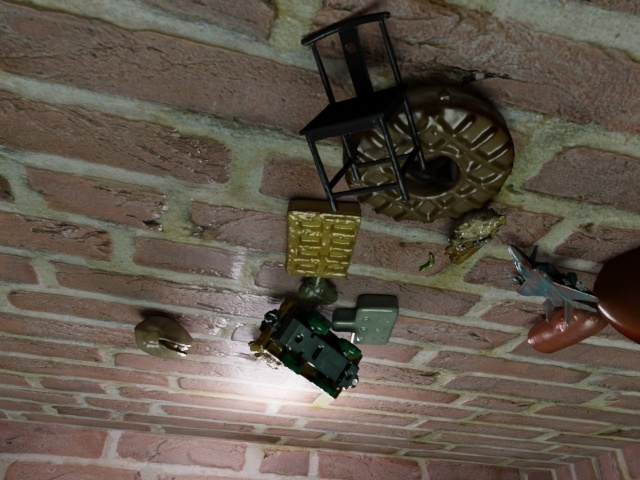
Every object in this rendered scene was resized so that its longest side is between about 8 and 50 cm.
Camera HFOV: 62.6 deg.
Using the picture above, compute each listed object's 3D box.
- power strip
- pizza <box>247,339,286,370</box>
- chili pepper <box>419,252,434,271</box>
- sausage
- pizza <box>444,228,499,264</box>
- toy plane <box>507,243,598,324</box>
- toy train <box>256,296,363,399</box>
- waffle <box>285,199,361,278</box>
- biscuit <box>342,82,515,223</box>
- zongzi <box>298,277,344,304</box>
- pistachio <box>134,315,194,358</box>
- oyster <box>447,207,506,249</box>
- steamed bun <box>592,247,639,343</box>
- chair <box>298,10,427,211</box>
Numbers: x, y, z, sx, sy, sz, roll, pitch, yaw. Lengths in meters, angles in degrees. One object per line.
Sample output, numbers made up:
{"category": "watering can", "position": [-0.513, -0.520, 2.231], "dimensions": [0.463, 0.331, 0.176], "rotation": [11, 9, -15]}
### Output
{"category": "power strip", "position": [0.131, 0.253, 1.637], "dimensions": [0.193, 0.059, 0.265], "rotation": [2, 146, -1]}
{"category": "pizza", "position": [-0.141, 0.421, 1.893], "dimensions": [0.292, 0.058, 0.197], "rotation": [20, 142, -25]}
{"category": "chili pepper", "position": [0.283, 0.061, 1.385], "dimensions": [0.030, 0.017, 0.083], "rotation": [11, 145, -11]}
{"category": "sausage", "position": [0.745, 0.256, 1.573], "dimensions": [0.113, 0.114, 0.259], "rotation": [14, 145, -17]}
{"category": "pizza", "position": [0.348, 0.009, 1.247], "dimensions": [0.134, 0.046, 0.175], "rotation": [-20, 159, -40]}
{"category": "toy plane", "position": [0.563, 0.092, 1.335], "dimensions": [0.326, 0.104, 0.222], "rotation": [46, 156, -26]}
{"category": "toy train", "position": [-0.040, 0.329, 1.628], "dimensions": [0.429, 0.178, 0.249], "rotation": [43, 165, -29]}
{"category": "waffle", "position": [0.000, 0.000, 1.273], "dimensions": [0.167, 0.057, 0.274], "rotation": [4, 145, -2]}
{"category": "biscuit", "position": [0.200, -0.152, 1.003], "dimensions": [0.331, 0.103, 0.332], "rotation": [1, 147, 1]}
{"category": "zongzi", "position": [0.030, 0.130, 1.472], "dimensions": [0.154, 0.062, 0.130], "rotation": [15, 132, -29]}
{"category": "pistachio", "position": [-0.503, 0.316, 1.703], "dimensions": [0.152, 0.126, 0.223], "rotation": [18, 167, 42]}
{"category": "oyster", "position": [0.326, -0.036, 1.139], "dimensions": [0.132, 0.209, 0.072], "rotation": [-30, 97, 15]}
{"category": "steamed bun", "position": [0.891, 0.144, 1.280], "dimensions": [0.379, 0.248, 0.235], "rotation": [-27, 137, 34]}
{"category": "chair", "position": [0.059, -0.196, 0.820], "dimensions": [0.154, 0.141, 0.260], "rotation": [-7, 119, 30]}
